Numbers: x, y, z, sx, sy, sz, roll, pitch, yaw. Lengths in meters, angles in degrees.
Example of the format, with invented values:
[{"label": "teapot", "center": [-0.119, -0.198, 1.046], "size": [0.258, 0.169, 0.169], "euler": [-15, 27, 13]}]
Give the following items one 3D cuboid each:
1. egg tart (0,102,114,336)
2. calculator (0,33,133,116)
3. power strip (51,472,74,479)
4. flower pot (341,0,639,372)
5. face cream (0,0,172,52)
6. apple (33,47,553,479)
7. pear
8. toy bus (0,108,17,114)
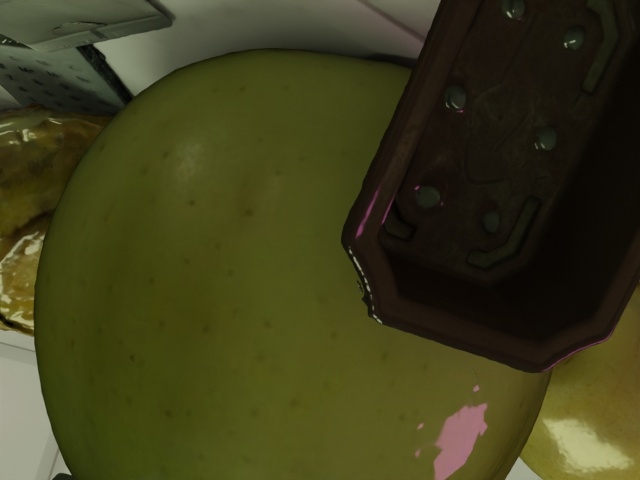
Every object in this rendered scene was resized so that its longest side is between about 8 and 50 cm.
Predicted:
[{"label": "egg tart", "center": [-0.293, 0.009, 0.845], "size": [0.341, 0.129, 0.341], "euler": [-13, 138, -13]}, {"label": "calculator", "center": [-0.286, -0.180, 0.753], "size": [0.161, 0.021, 0.262], "euler": [11, 166, 11]}, {"label": "power strip", "center": [-0.124, 0.283, 0.639], "size": [0.338, 0.058, 0.098], "euler": [22, 176, -4]}, {"label": "flower pot", "center": [0.113, -0.065, 0.413], "size": [0.178, 0.251, 0.084], "euler": [19, -169, -21]}, {"label": "face cream", "center": [-0.246, -0.202, 0.501], "size": [0.143, 0.089, 0.314], "euler": [-6, 164, 22]}, {"label": "apple", "center": [-0.021, 0.067, 0.657], "size": [0.473, 0.474, 0.473], "euler": [14, 166, 3]}, {"label": "pear", "center": [0.365, 0.184, 0.979], "size": [0.309, 0.309, 0.309], "euler": [14, 166, 3]}, {"label": "toy bus", "center": [-0.403, -0.066, 0.978], "size": [0.142, 0.203, 0.142], "euler": [-15, 180, -24]}]
